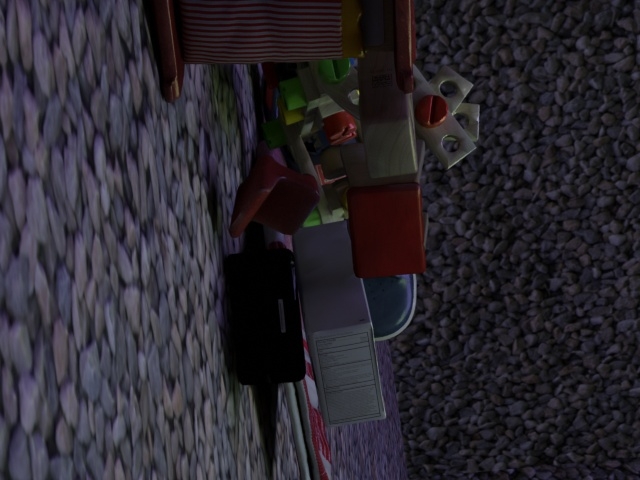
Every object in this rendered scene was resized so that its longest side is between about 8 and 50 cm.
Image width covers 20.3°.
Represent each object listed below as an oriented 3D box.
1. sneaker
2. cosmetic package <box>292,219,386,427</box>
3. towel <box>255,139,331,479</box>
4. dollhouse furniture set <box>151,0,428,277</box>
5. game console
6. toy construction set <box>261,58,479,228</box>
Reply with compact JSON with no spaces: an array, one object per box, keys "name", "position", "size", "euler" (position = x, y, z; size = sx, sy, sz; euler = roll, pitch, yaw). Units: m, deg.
[{"name":"sneaker","position":[0.017,-0.053,1.997],"size":[0.148,0.131,0.350],"euler":[147,-78,-84]},{"name":"cosmetic package","position":[0.014,0.072,1.657],"size":[0.239,0.060,0.099],"euler":[-102,-176,-68]},{"name":"towel","position":[-0.029,0.073,1.862],"size":[0.329,0.037,0.237],"euler":[-98,179,-58]},{"name":"dollhouse furniture set","position":[-0.015,-0.104,1.483],"size":[0.152,0.201,0.374],"euler":[-90,175,-51]},{"name":"game console","position":[-0.045,0.070,1.654],"size":[0.071,0.107,0.122],"euler":[-5,88,-54]},{"name":"toy construction set","position":[0.028,-0.110,1.745],"size":[0.215,0.151,0.328],"euler":[71,-21,7]}]
